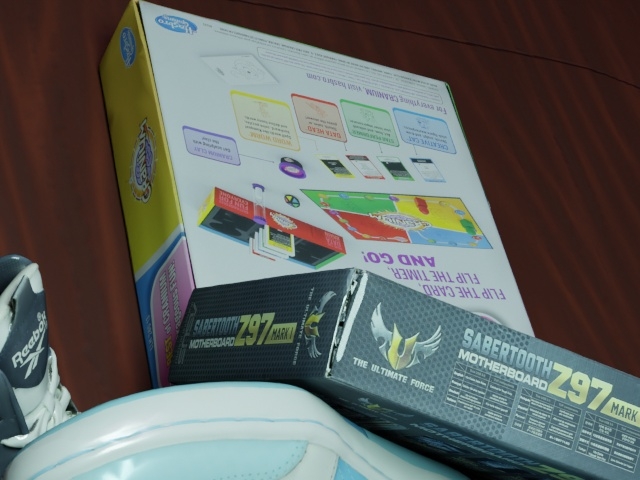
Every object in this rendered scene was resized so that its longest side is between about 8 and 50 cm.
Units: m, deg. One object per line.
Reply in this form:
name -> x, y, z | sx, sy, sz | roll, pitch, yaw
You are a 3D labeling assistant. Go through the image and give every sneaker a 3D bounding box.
sneaker -> -0.137, 0.086, 0.919 | 0.235, 0.153, 0.094 | 27, 37, -10
sneaker -> 0.002, 0.189, 0.873 | 0.319, 0.127, 0.208 | 21, 41, -47

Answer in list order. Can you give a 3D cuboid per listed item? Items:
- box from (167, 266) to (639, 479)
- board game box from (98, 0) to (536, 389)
box -> 0.063, 0.080, 0.981 | 0.232, 0.183, 0.059 | 21, 77, -24
board game box -> 0.000, 0.000, 1.196 | 0.242, 0.064, 0.317 | 13, 41, -26
